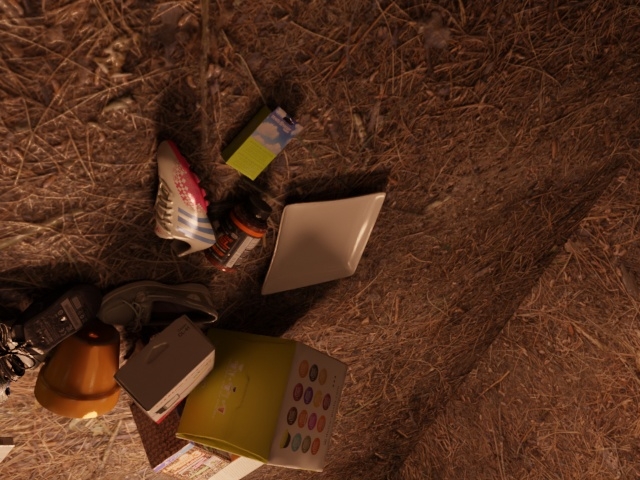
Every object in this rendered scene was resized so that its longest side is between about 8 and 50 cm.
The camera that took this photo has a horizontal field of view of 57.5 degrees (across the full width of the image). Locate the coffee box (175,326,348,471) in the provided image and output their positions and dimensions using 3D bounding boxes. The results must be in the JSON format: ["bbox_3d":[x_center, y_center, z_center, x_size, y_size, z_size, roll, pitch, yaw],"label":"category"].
[{"bbox_3d":[-0.168,0.481,1.772,0.334,0.338,0.337,40,59,-53],"label":"coffee box"}]

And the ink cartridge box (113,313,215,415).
[{"bbox_3d":[-0.398,0.346,1.534,0.226,0.131,0.306,-43,173,-22],"label":"ink cartridge box"}]

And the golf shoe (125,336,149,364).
[{"bbox_3d":[-0.518,0.350,1.673,0.086,0.067,0.186,-15,139,-25],"label":"golf shoe"}]

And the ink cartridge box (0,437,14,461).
[{"bbox_3d":[-0.927,0.605,1.651,0.115,0.029,0.063,-47,143,15],"label":"ink cartridge box"}]

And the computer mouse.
[{"bbox_3d":[-0.639,0.181,1.349,0.272,0.072,0.188,-36,136,-36],"label":"computer mouse"}]

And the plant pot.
[{"bbox_3d":[-0.596,0.310,1.478,0.205,0.205,0.188,5,111,-42],"label":"plant pot"}]

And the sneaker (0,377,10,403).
[{"bbox_3d":[-0.826,0.403,1.495,0.058,0.052,0.135,0,131,-45],"label":"sneaker"}]

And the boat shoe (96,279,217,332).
[{"bbox_3d":[-0.424,0.179,1.533,0.320,0.103,0.118,4,128,-42],"label":"boat shoe"}]

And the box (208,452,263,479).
[{"bbox_3d":[-0.278,0.708,2.137,0.345,0.215,0.168,-29,143,-11],"label":"box"}]

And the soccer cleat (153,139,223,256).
[{"bbox_3d":[-0.325,-0.077,1.323,0.143,0.116,0.331,-28,143,-12],"label":"soccer cleat"}]

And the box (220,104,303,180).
[{"bbox_3d":[-0.137,-0.233,1.367,0.178,0.042,0.109,-45,144,11],"label":"box"}]

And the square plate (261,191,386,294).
[{"bbox_3d":[0.000,0.000,1.731,0.344,0.049,0.347,-10,136,-31],"label":"square plate"}]

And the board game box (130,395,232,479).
[{"bbox_3d":[-0.451,0.637,1.905,0.141,0.232,0.291,-35,143,-2],"label":"board game box"}]

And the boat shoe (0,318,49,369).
[{"bbox_3d":[-0.720,0.218,1.372,0.076,0.083,0.226,-52,151,-27],"label":"boat shoe"}]

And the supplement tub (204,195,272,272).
[{"bbox_3d":[-0.206,-0.020,1.493,0.106,0.106,0.198,17,118,-48],"label":"supplement tub"}]
